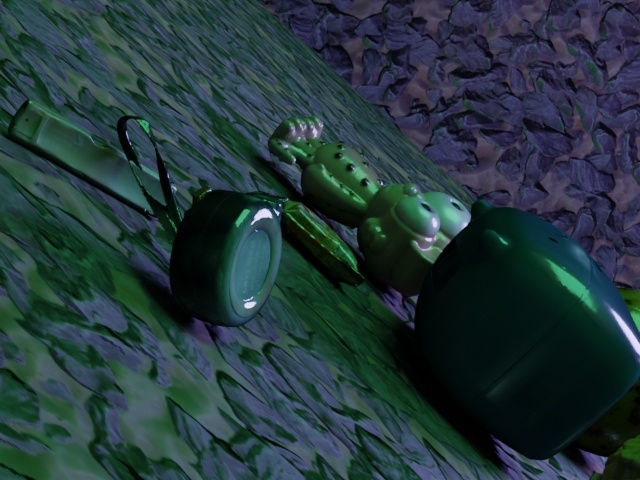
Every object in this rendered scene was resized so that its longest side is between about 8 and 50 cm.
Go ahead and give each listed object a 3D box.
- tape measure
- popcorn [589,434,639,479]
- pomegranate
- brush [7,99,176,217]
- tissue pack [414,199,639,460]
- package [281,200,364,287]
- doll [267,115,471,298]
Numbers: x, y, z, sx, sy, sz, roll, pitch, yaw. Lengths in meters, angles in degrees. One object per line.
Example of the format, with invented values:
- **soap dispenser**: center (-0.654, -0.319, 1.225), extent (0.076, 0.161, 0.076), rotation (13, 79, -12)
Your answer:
- **tape measure**: center (-0.112, -0.012, 1.165), extent (0.180, 0.104, 0.107), rotation (30, 16, 21)
- **popcorn**: center (0.361, 0.290, 1.602), extent (0.195, 0.173, 0.168), rotation (26, -4, -33)
- **pomegranate**: center (0.328, 0.157, 1.918), extent (0.263, 0.211, 0.211), rotation (0, -19, 35)
- **brush**: center (-0.176, -0.065, 1.221), extent (0.030, 0.033, 0.178), rotation (44, 8, 40)
- **tissue pack**: center (0.198, 0.080, 1.620), extent (0.206, 0.198, 0.287), rotation (44, 12, -4)
- **package**: center (0.000, 0.000, 1.652), extent (0.108, 0.031, 0.121), rotation (43, 5, -7)
- **doll**: center (0.056, -0.041, 1.817), extent (0.278, 0.119, 0.154), rotation (40, 23, 10)
